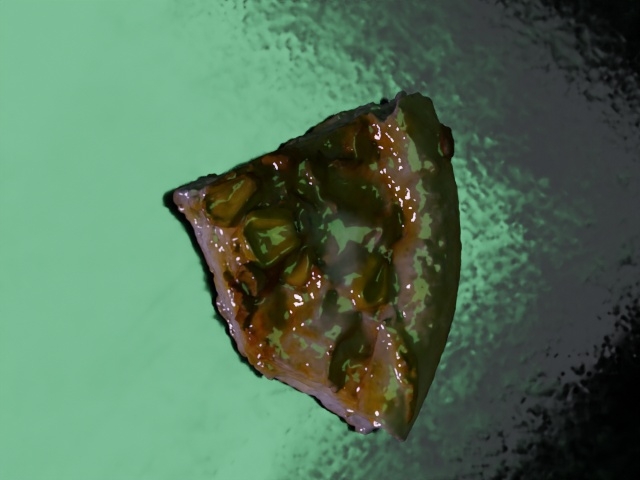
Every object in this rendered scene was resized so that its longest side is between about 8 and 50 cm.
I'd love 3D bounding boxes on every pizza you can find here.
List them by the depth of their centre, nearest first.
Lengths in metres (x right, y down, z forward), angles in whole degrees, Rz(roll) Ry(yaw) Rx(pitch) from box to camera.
[{"bbox_3d":[0.000,0.000,1.046,0.161,0.062,0.182,18,86,-7],"label":"pizza"}]
